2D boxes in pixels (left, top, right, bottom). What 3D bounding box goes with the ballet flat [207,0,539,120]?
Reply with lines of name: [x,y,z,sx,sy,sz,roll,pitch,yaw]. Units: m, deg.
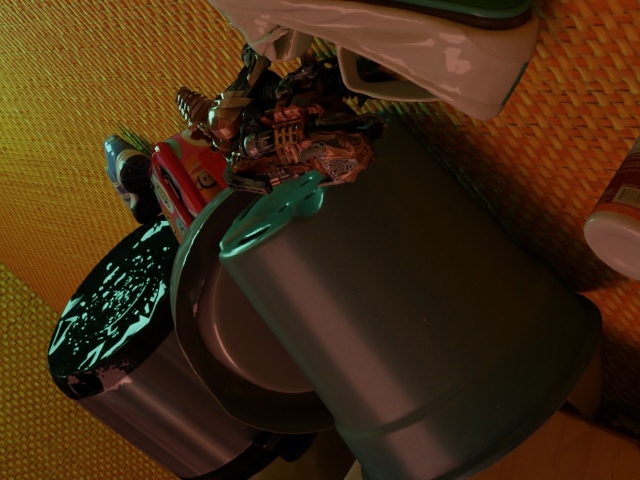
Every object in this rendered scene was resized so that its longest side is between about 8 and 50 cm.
ballet flat: [0.008,-0.207,1.140,0.400,0.139,0.139,24,157,26]

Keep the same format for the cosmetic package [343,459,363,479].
cosmetic package: [0.157,0.355,1.956,0.161,0.230,0.453,32,171,9]

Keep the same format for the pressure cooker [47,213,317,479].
pressure cooker: [-0.191,0.202,2.061,0.375,0.370,0.420,-30,120,32]

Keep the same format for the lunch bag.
lunch bag: [-0.126,-0.021,1.737,0.293,0.120,0.258,58,164,5]

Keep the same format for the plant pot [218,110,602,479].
plant pot: [0.082,0.057,1.406,0.334,0.341,0.341,50,158,-14]

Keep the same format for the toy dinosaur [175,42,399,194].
toy dinosaur: [-0.051,-0.144,1.285,0.322,0.218,0.164,25,158,29]

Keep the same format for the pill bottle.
pill bottle: [0.291,-0.046,1.033,0.086,0.152,0.086,32,160,13]

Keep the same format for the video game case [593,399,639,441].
video game case: [0.442,0.326,1.652,0.232,0.042,0.210,26,144,60]

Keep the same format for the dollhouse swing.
dollhouse swing: [0.333,0.362,1.605,0.347,0.315,0.305,21,-171,39]

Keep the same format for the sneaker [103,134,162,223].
sneaker: [-0.301,-0.102,2.041,0.081,0.080,0.211,47,163,24]

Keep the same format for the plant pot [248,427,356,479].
plant pot: [-0.091,0.376,2.412,0.366,0.366,0.353,26,147,27]

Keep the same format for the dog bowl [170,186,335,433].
dog bowl: [-0.032,0.066,1.583,0.349,0.349,0.102,45,172,-24]

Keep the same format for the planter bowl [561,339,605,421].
planter bowl: [0.291,0.157,1.561,0.162,0.109,0.162,32,160,13]
